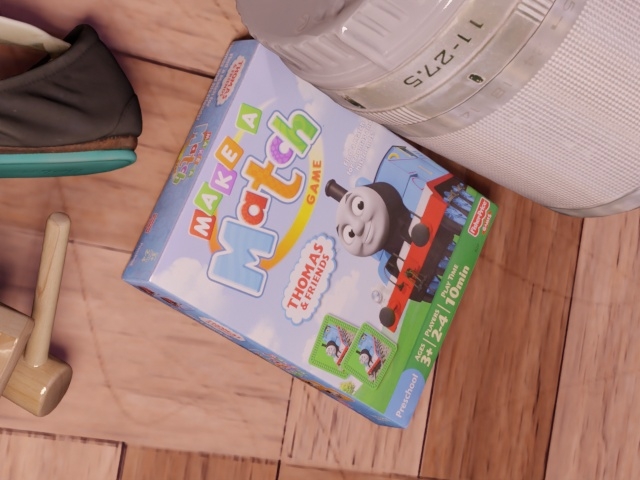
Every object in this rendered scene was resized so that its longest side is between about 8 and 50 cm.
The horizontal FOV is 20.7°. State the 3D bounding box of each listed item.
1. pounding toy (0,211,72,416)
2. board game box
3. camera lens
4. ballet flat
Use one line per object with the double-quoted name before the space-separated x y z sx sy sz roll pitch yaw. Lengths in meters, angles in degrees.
"pounding toy" -0.204 0.051 0.880 0.181 0.094 0.206 -65 163 -5
"board game box" 0.000 0.000 1.065 0.211 0.039 0.160 32 75 -31
"camera lens" 0.115 -0.151 1.029 0.274 0.219 0.219 23 79 -34
"ballet flat" -0.216 -0.066 0.885 0.280 0.095 0.096 -12 89 -45
